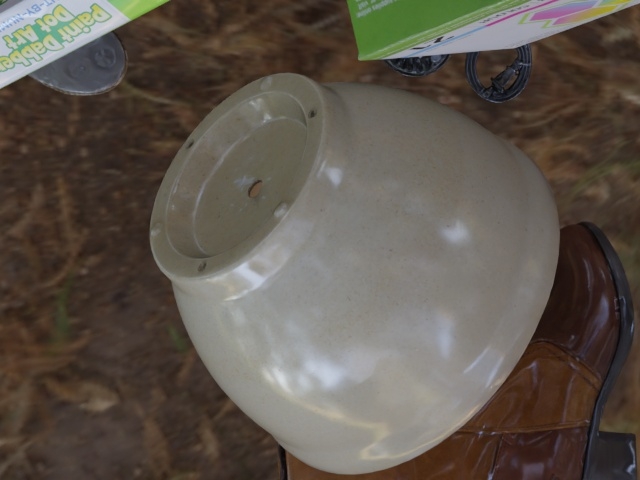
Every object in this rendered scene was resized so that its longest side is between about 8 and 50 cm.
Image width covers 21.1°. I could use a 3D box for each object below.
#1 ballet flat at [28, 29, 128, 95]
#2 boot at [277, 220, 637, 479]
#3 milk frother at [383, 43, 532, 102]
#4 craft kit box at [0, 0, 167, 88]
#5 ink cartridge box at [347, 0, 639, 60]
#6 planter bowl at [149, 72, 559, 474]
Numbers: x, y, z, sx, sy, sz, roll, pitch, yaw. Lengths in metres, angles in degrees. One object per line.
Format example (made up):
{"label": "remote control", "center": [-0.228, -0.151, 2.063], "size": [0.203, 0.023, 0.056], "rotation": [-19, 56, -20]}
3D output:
{"label": "ballet flat", "center": [-0.279, -0.196, 1.539], "size": [0.250, 0.058, 0.084], "rotation": [22, 90, 14]}
{"label": "boot", "center": [0.100, 0.100, 1.356], "size": [0.280, 0.096, 0.264], "rotation": [4, 73, -5]}
{"label": "milk frother", "center": [0.145, -0.200, 1.677], "size": [0.129, 0.135, 0.143], "rotation": [-29, 95, 30]}
{"label": "craft kit box", "center": [-0.160, -0.226, 1.165], "size": [0.250, 0.246, 0.061], "rotation": [-23, 134, 29]}
{"label": "ink cartridge box", "center": [0.160, -0.169, 0.899], "size": [0.189, 0.255, 0.097], "rotation": [-16, 84, 47]}
{"label": "planter bowl", "center": [0.000, 0.000, 0.700], "size": [0.162, 0.162, 0.109], "rotation": [-45, 126, 13]}
